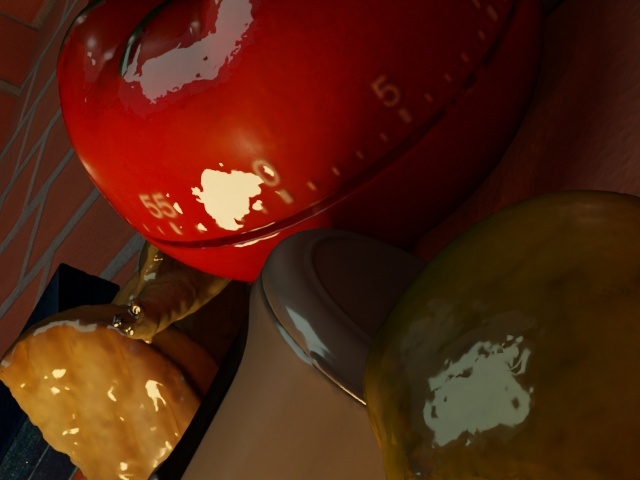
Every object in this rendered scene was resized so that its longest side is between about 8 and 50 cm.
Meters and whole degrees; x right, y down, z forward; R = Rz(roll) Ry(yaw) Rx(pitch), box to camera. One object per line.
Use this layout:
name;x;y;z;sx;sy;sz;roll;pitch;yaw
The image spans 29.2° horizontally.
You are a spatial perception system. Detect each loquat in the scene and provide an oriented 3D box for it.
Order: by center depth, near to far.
loquat;0.146;0.075;0.585;0.246;0.213;0.213;-20;34;5

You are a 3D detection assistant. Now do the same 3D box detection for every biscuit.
biscuit;-0.167;0.178;1.158;0.213;0.274;0.091;-31;-2;27

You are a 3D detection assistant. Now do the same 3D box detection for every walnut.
walnut;-0.149;0.100;1.272;0.206;0.159;0.159;-60;23;5

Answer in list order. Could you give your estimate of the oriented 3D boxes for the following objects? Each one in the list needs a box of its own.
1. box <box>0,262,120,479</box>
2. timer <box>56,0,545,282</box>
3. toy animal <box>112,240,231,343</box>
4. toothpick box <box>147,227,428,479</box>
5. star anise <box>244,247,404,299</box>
box;-0.383;0.219;1.744;0.279;0.116;0.261;-59;22;21
timer;-0.013;-0.144;0.959;0.378;0.279;0.378;-26;36;21
toy animal;-0.134;0.030;1.116;0.101;0.103;0.218;-48;13;5
toothpick box;0.003;0.178;0.810;0.316;0.229;0.229;-61;23;20
star anise;0.000;0.000;1.132;0.236;0.093;0.229;-15;50;58
